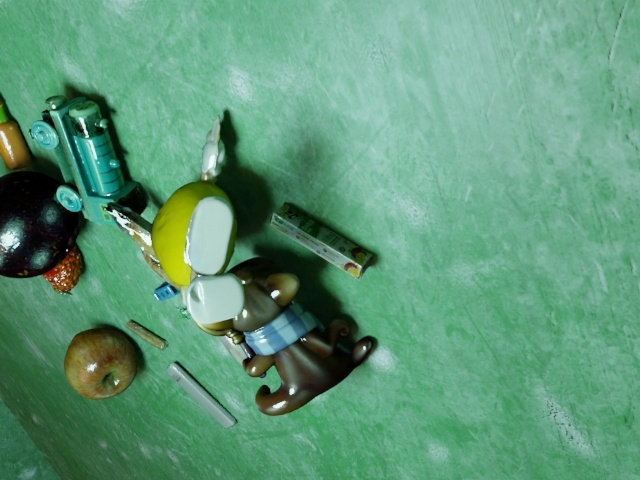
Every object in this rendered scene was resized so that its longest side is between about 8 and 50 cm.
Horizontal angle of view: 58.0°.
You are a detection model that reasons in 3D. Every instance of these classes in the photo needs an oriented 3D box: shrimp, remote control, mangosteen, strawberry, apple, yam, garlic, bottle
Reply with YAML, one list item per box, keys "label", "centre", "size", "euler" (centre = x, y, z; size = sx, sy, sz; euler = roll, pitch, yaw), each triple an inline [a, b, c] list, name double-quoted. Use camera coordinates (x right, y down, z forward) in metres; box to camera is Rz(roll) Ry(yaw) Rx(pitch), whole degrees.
- label: "shrimp"
  centre: [-0.373, 0.030, 1.322]
  size: [0.317, 0.062, 0.164]
  euler: [44, 139, -18]
- label: "remote control"
  centre: [-0.355, 0.460, 1.720]
  size: [0.261, 0.029, 0.067]
  euler: [44, 136, -2]
- label: "mangosteen"
  centre: [-0.759, -0.047, 1.451]
  size: [0.288, 0.288, 0.287]
  euler: [20, 131, 24]
- label: "strawberry"
  centre: [-0.747, 0.037, 1.647]
  size: [0.175, 0.107, 0.235]
  euler: [-136, 26, -61]
- label: "apple"
  centre: [-0.667, 0.374, 1.759]
  size: [0.188, 0.211, 0.210]
  euler: [37, 143, 48]
- label: "yam"
  centre: [-0.512, 0.277, 1.693]
  size: [0.146, 0.032, 0.032]
  euler: [26, 133, 20]
- label: "garlic"
  centre: [-0.211, 0.196, 1.379]
  size: [0.149, 0.128, 0.266]
  euler: [-32, 89, 34]
- label: "bottle"
  centre: [-0.803, -0.276, 1.471]
  size: [0.069, 0.069, 0.186]
  euler: [11, 125, 30]

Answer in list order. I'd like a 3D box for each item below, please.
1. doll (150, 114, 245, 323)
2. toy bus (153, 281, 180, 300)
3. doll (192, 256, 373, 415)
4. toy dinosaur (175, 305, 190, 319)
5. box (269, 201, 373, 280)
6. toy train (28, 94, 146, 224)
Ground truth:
- label: "doll"
  centre: [-0.223, -0.021, 1.075]
  size: [0.161, 0.423, 0.348]
  euler: [9, 130, -21]
- label: "toy bus"
  centre: [-0.392, 0.128, 1.481]
  size: [0.083, 0.046, 0.038]
  euler: [-21, 107, 43]
- label: "doll"
  centre: [-0.088, 0.187, 1.203]
  size: [0.318, 0.209, 0.339]
  euler: [-29, 112, 13]
- label: "toy dinosaur"
  centre: [-0.351, 0.194, 1.520]
  size: [0.083, 0.021, 0.062]
  euler: [25, 140, 25]
- label: "box"
  centre: [0.000, 0.000, 1.093]
  size: [0.207, 0.050, 0.041]
  euler: [31, 133, 13]
- label: "toy train"
  centre: [-0.520, -0.178, 1.305]
  size: [0.194, 0.120, 0.298]
  euler: [9, 126, 23]
